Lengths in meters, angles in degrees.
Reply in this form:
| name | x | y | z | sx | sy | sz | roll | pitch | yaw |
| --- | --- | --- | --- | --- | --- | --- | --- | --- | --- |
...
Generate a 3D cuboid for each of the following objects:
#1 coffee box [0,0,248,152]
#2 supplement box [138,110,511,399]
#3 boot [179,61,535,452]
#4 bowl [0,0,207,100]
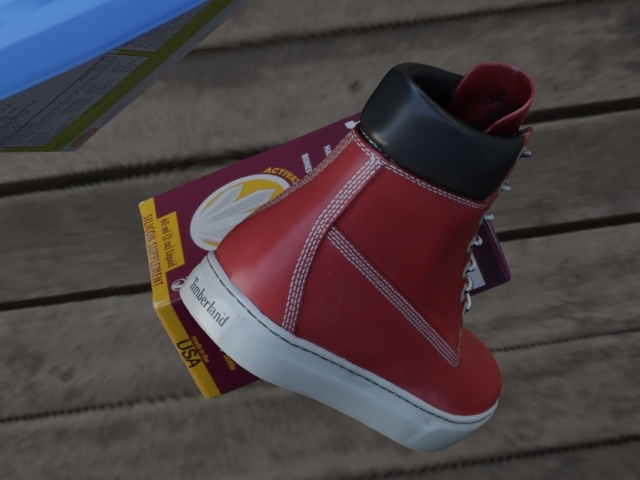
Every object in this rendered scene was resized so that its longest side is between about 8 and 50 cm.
| name | x | y | z | sx | sy | sz | roll | pitch | yaw |
| --- | --- | --- | --- | --- | --- | --- | --- | --- | --- |
| coffee box | -0.257 | -0.306 | 1.685 | 0.338 | 0.334 | 0.338 | -38 | 80 | 18 |
| supplement box | 0.000 | 0.000 | 1.118 | 0.188 | 0.104 | 0.081 | -22 | 128 | 5 |
| boot | 0.063 | 0.005 | 0.947 | 0.176 | 0.244 | 0.088 | -47 | 58 | 10 |
| bowl | -0.137 | -0.145 | 0.878 | 0.391 | 0.391 | 0.077 | -26 | 109 | -3 |
